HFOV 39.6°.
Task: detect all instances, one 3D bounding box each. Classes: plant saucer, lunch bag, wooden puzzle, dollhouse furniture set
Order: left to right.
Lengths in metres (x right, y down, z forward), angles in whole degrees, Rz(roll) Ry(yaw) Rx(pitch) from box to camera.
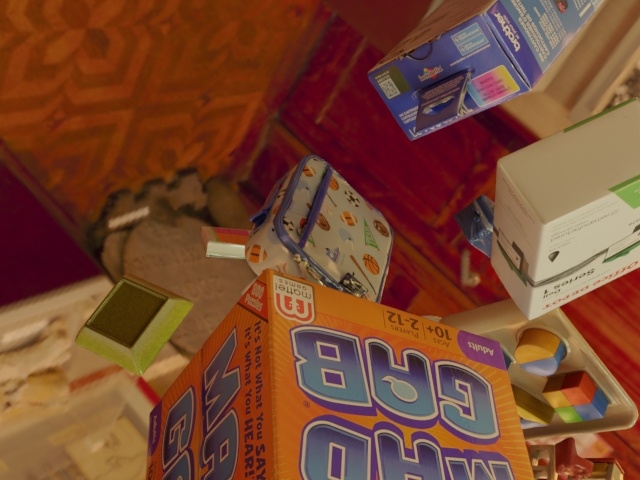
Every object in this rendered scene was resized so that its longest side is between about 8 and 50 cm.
[{"bbox_3d":[-0.385,0.156,1.803,0.188,0.188,0.045,-56,150,-26],"label":"plant saucer"},{"bbox_3d":[0.000,0.000,1.464,0.115,0.243,0.303,-37,-163,28],"label":"lunch bag"},{"bbox_3d":[0.254,-0.026,1.348,0.065,0.067,0.098,-38,144,19],"label":"lunch bag"},{"bbox_3d":[0.459,0.468,1.976,0.201,0.374,0.152,49,44,-37],"label":"dollhouse furniture set"},{"bbox_3d":[0.439,0.286,1.867,0.322,0.348,0.080,-23,-161,48],"label":"wooden puzzle"}]

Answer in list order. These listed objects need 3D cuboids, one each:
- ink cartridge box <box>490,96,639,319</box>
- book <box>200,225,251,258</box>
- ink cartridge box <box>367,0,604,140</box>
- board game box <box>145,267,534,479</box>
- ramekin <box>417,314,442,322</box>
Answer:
[{"bbox_3d":[0.271,-0.025,0.937,0.160,0.093,0.219,-25,149,-5],"label":"ink cartridge box"},{"bbox_3d":[-0.168,0.002,1.821,0.144,0.096,0.035,5,114,-18],"label":"book"},{"bbox_3d":[0.263,-0.325,1.462,0.270,0.151,0.395,-18,-158,51],"label":"ink cartridge box"},{"bbox_3d":[0.012,0.317,1.090,0.356,0.357,0.356,19,133,-25],"label":"board game box"},{"bbox_3d":[0.249,0.275,2.113,0.207,0.207,0.109,-35,180,-27],"label":"ramekin"}]
